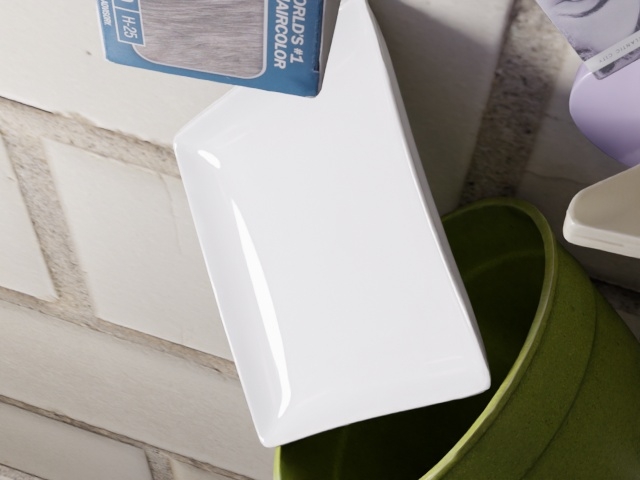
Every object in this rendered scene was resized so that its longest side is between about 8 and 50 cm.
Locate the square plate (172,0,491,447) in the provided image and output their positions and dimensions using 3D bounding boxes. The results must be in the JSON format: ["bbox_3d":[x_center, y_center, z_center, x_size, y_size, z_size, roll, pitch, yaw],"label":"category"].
[{"bbox_3d":[0.000,0.000,0.995,0.049,0.347,0.344,-11,170,-39],"label":"square plate"}]

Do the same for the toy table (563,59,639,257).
[{"bbox_3d":[0.323,-0.042,0.822,0.274,0.160,0.252,7,147,20],"label":"toy table"}]

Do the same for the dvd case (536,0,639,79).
[{"bbox_3d":[0.195,-0.222,0.693,0.165,0.018,0.221,-29,122,30],"label":"dvd case"}]

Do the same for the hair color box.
[{"bbox_3d":[-0.016,-0.257,0.491,0.105,0.347,0.174,10,148,2],"label":"hair color box"}]

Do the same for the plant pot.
[{"bbox_3d":[0.205,0.207,1.055,0.353,0.366,0.366,38,145,-20],"label":"plant pot"}]
